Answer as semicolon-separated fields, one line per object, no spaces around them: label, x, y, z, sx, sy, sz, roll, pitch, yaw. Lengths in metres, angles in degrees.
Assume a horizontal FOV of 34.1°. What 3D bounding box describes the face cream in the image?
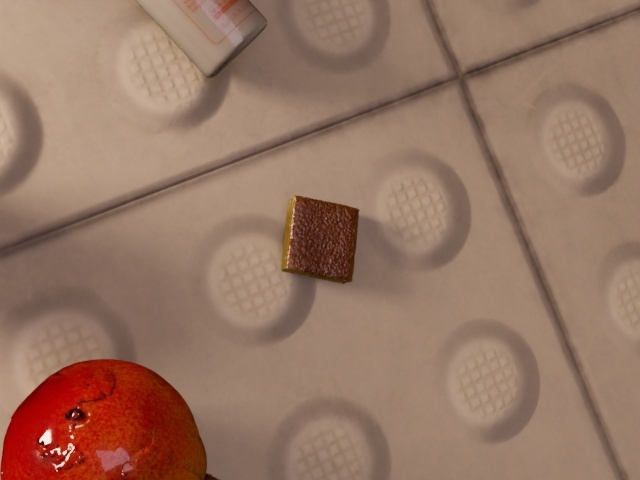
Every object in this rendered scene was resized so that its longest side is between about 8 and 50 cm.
face cream;-0.180;-0.313;1.215;0.252;0.101;0.101;47;69;-9

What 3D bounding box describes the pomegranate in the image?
pomegranate;-0.213;0.231;1.074;0.235;0.210;0.210;36;70;-40

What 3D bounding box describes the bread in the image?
bread;0.000;0.000;1.278;0.090;0.035;0.094;10;79;-20
